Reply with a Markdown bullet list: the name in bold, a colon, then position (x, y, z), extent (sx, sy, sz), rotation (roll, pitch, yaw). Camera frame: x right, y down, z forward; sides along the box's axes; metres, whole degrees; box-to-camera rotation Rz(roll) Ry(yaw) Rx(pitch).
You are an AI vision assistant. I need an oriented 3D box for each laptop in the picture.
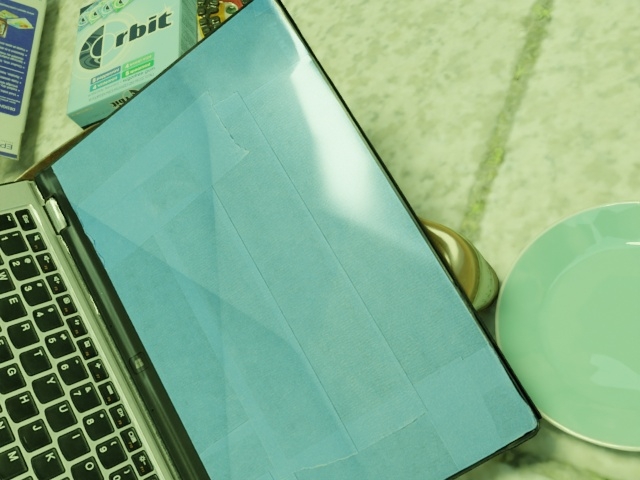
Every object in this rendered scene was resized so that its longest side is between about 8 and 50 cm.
- **laptop**: position (-0.148, 0.071, 0.489), extent (0.382, 0.408, 0.236), rotation (59, 141, 14)

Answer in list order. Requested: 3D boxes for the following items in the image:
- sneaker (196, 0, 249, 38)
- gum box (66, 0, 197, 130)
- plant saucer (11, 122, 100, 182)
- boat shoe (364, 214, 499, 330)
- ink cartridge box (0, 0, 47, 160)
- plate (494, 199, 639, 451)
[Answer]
- **sneaker**: position (-0.070, -0.153, 0.765), extent (0.088, 0.093, 0.225), rotation (-8, 73, 0)
- **gum box**: position (-0.228, -0.237, 0.910), extent (0.157, 0.041, 0.184), rotation (-17, 56, 18)
- **plant saucer**: position (-0.292, -0.048, 0.783), extent (0.198, 0.036, 0.198), rotation (-39, 11, 9)
- **boat shoe**: position (0.000, 0.000, 0.623), extent (0.302, 0.098, 0.109), rotation (17, 93, 29)
- **ink cartridge box**: position (-0.449, -0.233, 0.943), extent (0.065, 0.165, 0.333), rotation (-46, 39, 45)
- **plate**: position (0.220, 0.057, 0.528), extent (0.188, 0.024, 0.188), rotation (-12, 57, 20)
